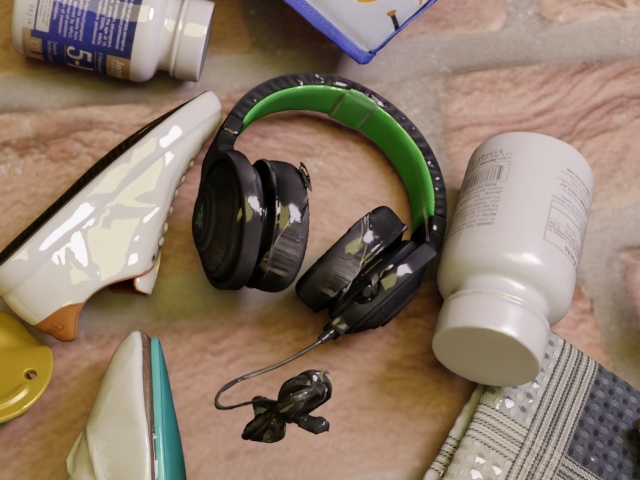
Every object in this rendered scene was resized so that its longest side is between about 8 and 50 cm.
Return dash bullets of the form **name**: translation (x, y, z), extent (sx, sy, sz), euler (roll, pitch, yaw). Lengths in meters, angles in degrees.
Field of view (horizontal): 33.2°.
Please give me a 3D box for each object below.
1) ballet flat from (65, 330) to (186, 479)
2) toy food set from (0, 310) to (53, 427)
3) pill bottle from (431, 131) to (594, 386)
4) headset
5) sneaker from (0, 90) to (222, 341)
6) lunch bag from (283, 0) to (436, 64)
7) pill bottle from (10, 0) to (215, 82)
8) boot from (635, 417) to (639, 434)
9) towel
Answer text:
- **ballet flat**: translation (-0.163, 0.279, 0.918), extent (0.139, 0.139, 0.400), euler (-11, 77, -13)
- **toy food set**: translation (-0.353, 0.131, 0.968), extent (0.218, 0.071, 0.128), euler (1, 47, -11)
- **pill bottle**: translation (0.183, 0.018, 1.035), extent (0.131, 0.131, 0.229), euler (22, 56, -2)
- **headset**: translation (0.000, 0.000, 0.989), extent (0.243, 0.185, 0.394), euler (24, 58, -13)
- **sneaker**: translation (-0.182, -0.022, 1.041), extent (0.290, 0.106, 0.123), euler (-47, 107, -21)
- **lunch bag**: translation (0.027, -0.419, 1.070), extent (0.328, 0.239, 0.385), euler (-42, 86, 19)
- **pill bottle**: translation (-0.206, -0.221, 1.083), extent (0.186, 0.112, 0.112), euler (13, 70, -5)
- **boot**: translation (0.411, 0.238, 1.003), extent (0.213, 0.077, 0.165), euler (3, 58, -15)
- **towel**: translation (0.249, 0.268, 1.001), extent (0.312, 0.056, 0.324), euler (35, 53, 1)
